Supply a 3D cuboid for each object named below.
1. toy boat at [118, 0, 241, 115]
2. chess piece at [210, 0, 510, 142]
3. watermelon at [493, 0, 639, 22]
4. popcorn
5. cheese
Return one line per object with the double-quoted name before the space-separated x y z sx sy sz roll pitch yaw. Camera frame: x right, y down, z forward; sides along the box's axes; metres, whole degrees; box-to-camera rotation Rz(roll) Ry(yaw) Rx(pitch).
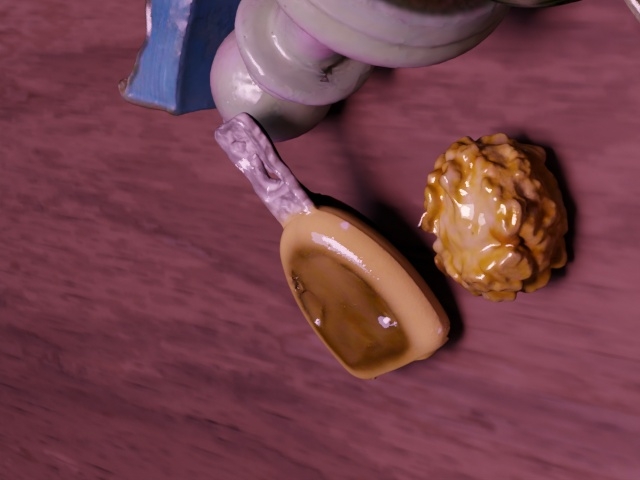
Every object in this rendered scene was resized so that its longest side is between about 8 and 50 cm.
"toy boat" -0.072 -0.161 1.100 0.077 0.075 0.185 35 124 34
"chess piece" -0.001 -0.112 0.994 0.139 0.139 0.271 69 154 13
"watermelon" 0.102 -0.157 0.811 0.187 0.141 0.140 58 140 19
"popcorn" 0.084 -0.010 0.944 0.082 0.057 0.083 55 135 20
"cheese" 0.001 0.000 1.026 0.162 0.036 0.086 54 145 -7
